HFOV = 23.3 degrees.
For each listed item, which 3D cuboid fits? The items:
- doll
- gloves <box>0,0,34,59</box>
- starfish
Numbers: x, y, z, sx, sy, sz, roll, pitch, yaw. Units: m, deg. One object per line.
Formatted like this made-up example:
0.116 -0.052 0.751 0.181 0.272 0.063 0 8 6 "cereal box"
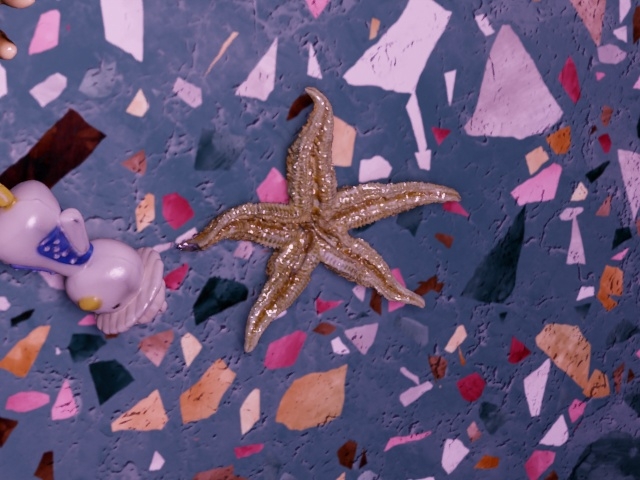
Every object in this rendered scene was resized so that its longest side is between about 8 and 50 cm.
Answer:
-0.293 0.018 1.813 0.138 0.119 0.293 -28 132 34 "doll"
-0.413 -0.232 1.604 0.301 0.152 0.197 -39 163 17 "gloves"
0.000 0.000 1.995 0.347 0.078 0.358 -48 124 -7 "starfish"
